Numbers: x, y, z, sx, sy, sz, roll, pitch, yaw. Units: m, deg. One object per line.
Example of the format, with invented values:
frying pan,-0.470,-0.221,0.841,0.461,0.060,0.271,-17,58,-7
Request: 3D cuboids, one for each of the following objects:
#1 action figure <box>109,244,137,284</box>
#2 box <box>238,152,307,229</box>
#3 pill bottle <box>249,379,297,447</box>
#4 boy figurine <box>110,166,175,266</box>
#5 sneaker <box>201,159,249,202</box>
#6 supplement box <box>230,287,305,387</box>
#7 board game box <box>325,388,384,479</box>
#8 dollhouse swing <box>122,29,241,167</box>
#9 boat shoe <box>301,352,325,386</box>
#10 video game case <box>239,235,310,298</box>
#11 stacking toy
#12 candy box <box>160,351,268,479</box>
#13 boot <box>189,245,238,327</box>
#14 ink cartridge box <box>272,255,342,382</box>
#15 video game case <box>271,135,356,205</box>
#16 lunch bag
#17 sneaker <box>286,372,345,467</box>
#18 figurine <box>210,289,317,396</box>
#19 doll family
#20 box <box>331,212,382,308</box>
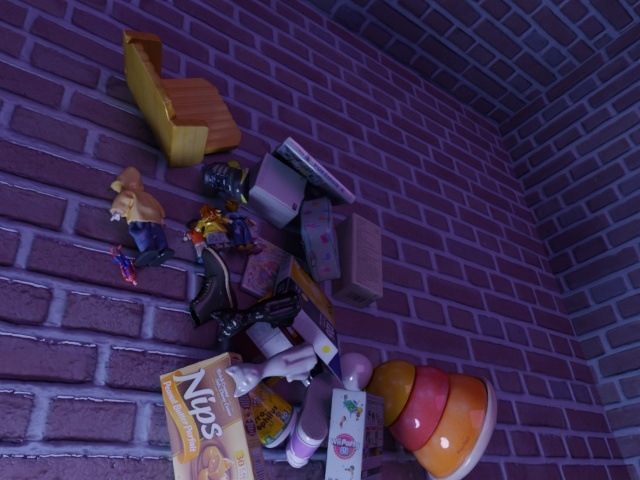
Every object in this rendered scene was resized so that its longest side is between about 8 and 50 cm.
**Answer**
action figure,-0.507,0.066,1.245,0.038,0.030,0.115,-24,81,-53
box,-0.161,-0.169,1.652,0.181,0.119,0.181,32,44,-21
pill bottle,-0.170,0.420,1.230,0.208,0.117,0.118,45,42,-9
boy figurine,-0.498,-0.073,1.294,0.177,0.092,0.285,1,58,-62
sneaker,-0.294,-0.182,1.481,0.121,0.300,0.111,-3,106,-22
supplement box,-0.132,0.258,1.307,0.194,0.129,0.191,52,6,0
board game box,0.096,0.560,1.262,0.224,0.097,0.304,47,45,-61
dollhouse swing,-0.407,-0.458,1.524,0.304,0.315,0.347,-23,78,-27
boat shoe,-0.034,0.347,1.434,0.080,0.076,0.229,-14,72,-46
video game case,-0.139,0.115,1.542,0.226,0.026,0.207,30,46,-23
stacking toy,0.262,0.481,1.486,0.479,0.351,0.351,31,43,0
candy box,-0.245,0.437,1.095,0.087,0.182,0.317,54,18,-66
boot,-0.316,0.128,1.312,0.137,0.076,0.198,-27,98,-43
ink cartridge box,-0.016,0.218,1.415,0.307,0.072,0.304,49,9,-13
video game case,-0.035,-0.233,1.699,0.300,0.329,0.036,41,84,-12
lunch bag,0.000,0.000,1.581,0.279,0.107,0.224,-91,172,-61
sneaker,-0.025,0.491,1.312,0.102,0.161,0.282,27,25,9
figurine,-0.135,0.241,1.122,0.209,0.092,0.215,-10,73,-29
doll family,-0.278,-0.043,1.444,0.262,0.118,0.163,-7,64,-39
box,0.135,0.071,1.747,0.147,0.121,0.311,27,47,-26
